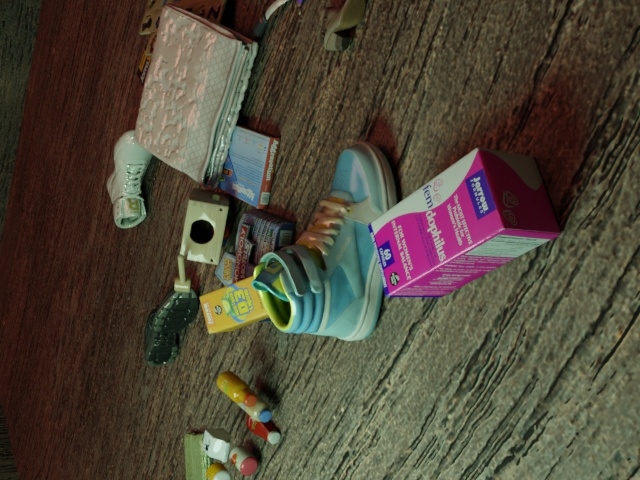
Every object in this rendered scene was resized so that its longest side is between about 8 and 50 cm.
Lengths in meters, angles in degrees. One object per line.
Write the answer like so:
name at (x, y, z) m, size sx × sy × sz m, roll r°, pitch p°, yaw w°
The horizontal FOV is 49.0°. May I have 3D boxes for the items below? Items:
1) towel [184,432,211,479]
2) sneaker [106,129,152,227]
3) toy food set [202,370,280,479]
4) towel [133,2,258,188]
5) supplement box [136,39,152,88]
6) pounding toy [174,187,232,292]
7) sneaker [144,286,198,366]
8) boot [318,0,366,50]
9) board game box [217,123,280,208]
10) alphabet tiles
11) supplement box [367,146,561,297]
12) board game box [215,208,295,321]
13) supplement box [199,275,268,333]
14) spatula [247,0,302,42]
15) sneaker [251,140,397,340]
towel at (-0.274, 0.508, 1.581) m, size 0.110 × 0.027 × 0.148 m, roll -19°, pitch 74°, yaw 53°
sneaker at (-0.493, -0.150, 1.866) m, size 0.292 × 0.108 × 0.169 m, roll -54°, pitch 48°, yaw 51°
toy food set at (-0.147, 0.374, 1.337) m, size 0.104 × 0.111 × 0.232 m, roll 22°, pitch 103°, yaw 53°
towel at (-0.288, -0.317, 1.530) m, size 0.317 × 0.053 × 0.332 m, roll 33°, pitch 112°, yaw 38°
supplement box at (-0.380, -0.395, 1.729) m, size 0.104 × 0.080 × 0.188 m, roll -60°, pitch 44°, yaw 32°
pounding toy at (-0.242, 0.014, 1.461) m, size 0.181 × 0.094 × 0.206 m, roll -113°, pitch 34°, yaw -74°
sneaker at (-0.372, 0.185, 1.673) m, size 0.267 × 0.101 × 0.106 m, roll -59°, pitch 43°, yaw 34°
boot at (0.031, -0.380, 1.193) m, size 0.087 × 0.042 × 0.119 m, roll 49°, pitch 126°, yaw 46°
board game box at (-0.178, -0.171, 1.483) m, size 0.281 × 0.027 × 0.145 m, roll 28°, pitch 109°, yaw 51°
alphabet tiles at (-0.313, -0.573, 1.637) m, size 0.342 × 0.011 × 0.285 m, roll 12°, pitch 87°, yaw 45°
supplement box at (0.178, -0.015, 0.908) m, size 0.220 × 0.113 × 0.111 m, roll -37°, pitch 59°, yaw 45°
board game box at (-0.135, 0.040, 1.385) m, size 0.194 × 0.060 × 0.194 m, roll 19°, pitch 104°, yaw 52°
supplement box at (-0.102, 0.100, 1.249) m, size 0.233 × 0.080 × 0.078 m, roll -22°, pitch 81°, yaw 31°
spatula at (-0.088, -0.452, 1.370) m, size 0.296 × 0.030 × 0.084 m, roll -38°, pitch 57°, yaw 47°
sneaker at (0.000, 0.000, 1.072) m, size 0.127 × 0.208 × 0.319 m, roll 8°, pitch 94°, yaw 56°
